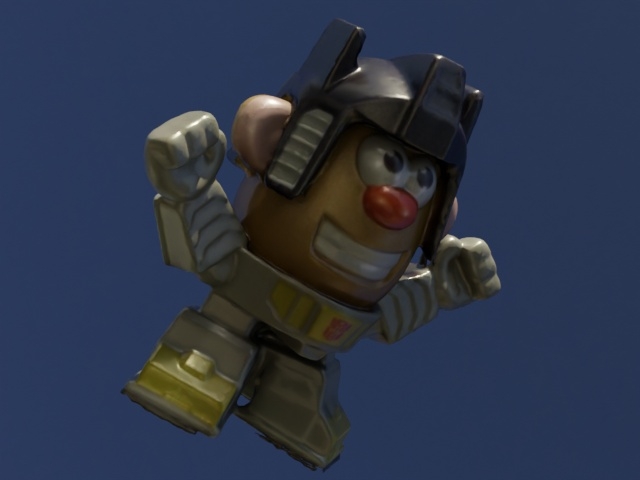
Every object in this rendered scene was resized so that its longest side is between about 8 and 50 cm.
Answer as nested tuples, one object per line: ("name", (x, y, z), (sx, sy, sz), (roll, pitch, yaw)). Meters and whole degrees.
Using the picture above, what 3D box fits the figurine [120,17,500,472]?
("figurine", (-0.004, -0.002, 0.970), (0.143, 0.308, 0.308), (28, -75, 33))
